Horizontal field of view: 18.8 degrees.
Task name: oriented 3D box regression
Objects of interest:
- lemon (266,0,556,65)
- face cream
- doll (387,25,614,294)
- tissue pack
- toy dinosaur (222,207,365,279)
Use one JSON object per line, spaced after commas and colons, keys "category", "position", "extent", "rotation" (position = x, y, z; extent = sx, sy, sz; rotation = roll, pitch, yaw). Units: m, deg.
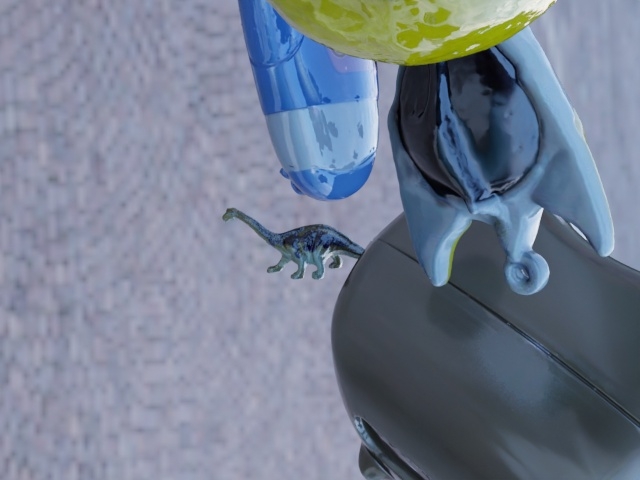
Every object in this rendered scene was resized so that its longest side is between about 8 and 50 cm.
{"category": "lemon", "position": [0.053, -0.220, 1.068], "extent": [0.288, 0.233, 0.233], "rotation": [-71, 156, -46]}
{"category": "face cream", "position": [-0.009, -0.161, 1.503], "extent": [0.149, 0.083, 0.264], "rotation": [-11, 93, -58]}
{"category": "doll", "position": [0.093, -0.113, 1.298], "extent": [0.103, 0.145, 0.316], "rotation": [-49, 121, -72]}
{"category": "tissue pack", "position": [0.190, 0.135, 1.614], "extent": [0.277, 0.387, 0.267], "rotation": [-43, 143, -14]}
{"category": "toy dinosaur", "position": [-0.004, 0.013, 1.761], "extent": [0.037, 0.180, 0.058], "rotation": [-91, -168, -60]}
